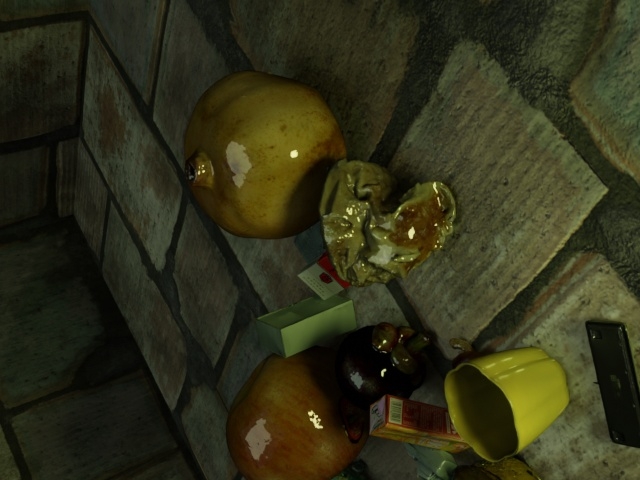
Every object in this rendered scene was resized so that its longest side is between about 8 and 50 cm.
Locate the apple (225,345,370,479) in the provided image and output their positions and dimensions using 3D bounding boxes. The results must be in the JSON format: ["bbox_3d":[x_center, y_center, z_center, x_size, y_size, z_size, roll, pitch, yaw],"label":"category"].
[{"bbox_3d":[-0.063,0.451,2.064,0.334,0.400,0.400,55,150,-6],"label":"apple"}]

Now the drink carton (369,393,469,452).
[{"bbox_3d":[0.225,0.405,1.742,0.096,0.222,0.071,128,153,-56],"label":"drink carton"}]

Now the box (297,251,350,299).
[{"bbox_3d":[0.021,0.086,2.014,0.100,0.048,0.152,41,146,-10],"label":"box"}]

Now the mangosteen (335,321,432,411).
[{"bbox_3d":[0.154,0.280,1.831,0.250,0.211,0.211,-36,73,28],"label":"mangosteen"}]

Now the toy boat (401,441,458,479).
[{"bbox_3d":[0.241,0.506,1.866,0.078,0.085,0.260,32,177,-17],"label":"toy boat"}]

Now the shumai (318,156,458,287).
[{"bbox_3d":[0.167,-0.027,1.679,0.262,0.267,0.314,4,144,27],"label":"shumai"}]

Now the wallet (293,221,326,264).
[{"bbox_3d":[-0.002,0.001,2.064,0.167,0.036,0.222,56,148,22],"label":"wallet"}]

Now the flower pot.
[{"bbox_3d":[0.362,0.294,1.496,0.195,0.179,0.195,35,133,48],"label":"flower pot"}]

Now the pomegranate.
[{"bbox_3d":[-0.141,-0.198,1.844,0.416,0.416,0.417,34,134,46],"label":"pomegranate"}]

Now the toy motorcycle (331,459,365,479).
[{"bbox_3d":[0.028,0.683,2.239,0.296,0.198,0.109,28,124,48],"label":"toy motorcycle"}]

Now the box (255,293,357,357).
[{"bbox_3d":[-0.036,0.215,2.051,0.129,0.225,0.086,13,117,56],"label":"box"}]

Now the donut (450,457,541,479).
[{"bbox_3d":[0.400,0.576,1.676,0.272,0.107,0.272,41,144,40],"label":"donut"}]

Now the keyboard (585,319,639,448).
[{"bbox_3d":[0.515,0.249,1.374,0.093,0.025,0.230,-2,105,57],"label":"keyboard"}]

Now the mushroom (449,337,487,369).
[{"bbox_3d":[0.309,0.257,1.670,0.129,0.073,0.088,38,166,47],"label":"mushroom"}]
